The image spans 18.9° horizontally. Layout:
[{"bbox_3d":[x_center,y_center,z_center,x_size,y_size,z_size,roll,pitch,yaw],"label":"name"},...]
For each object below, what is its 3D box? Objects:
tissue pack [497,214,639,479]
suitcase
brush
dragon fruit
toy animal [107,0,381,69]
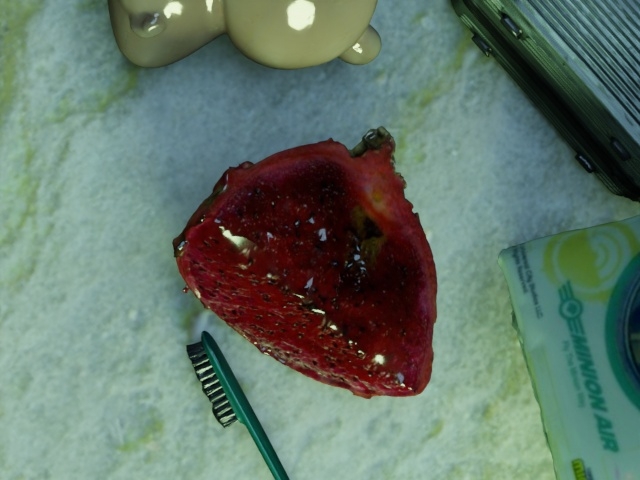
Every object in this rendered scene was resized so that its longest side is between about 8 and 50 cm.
[{"bbox_3d":[0.372,0.107,1.643,0.388,0.162,0.287,-15,69,6],"label":"tissue pack"},{"bbox_3d":[0.281,-0.184,1.752,0.202,0.128,0.312,-43,95,-15],"label":"suitcase"},{"bbox_3d":[-0.066,0.168,1.674,0.032,0.043,0.193,-26,93,3],"label":"brush"},{"bbox_3d":[0.000,0.000,1.672,0.262,0.134,0.211,44,63,-22],"label":"dragon fruit"},{"bbox_3d":[-0.077,-0.241,1.628,0.221,0.210,0.229,-32,58,-23],"label":"toy animal"}]
